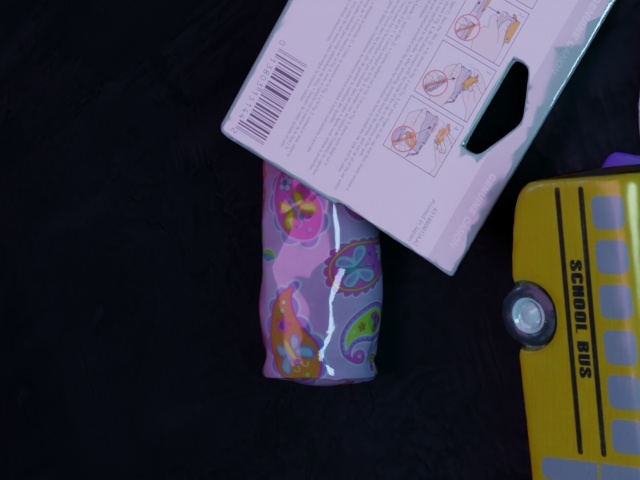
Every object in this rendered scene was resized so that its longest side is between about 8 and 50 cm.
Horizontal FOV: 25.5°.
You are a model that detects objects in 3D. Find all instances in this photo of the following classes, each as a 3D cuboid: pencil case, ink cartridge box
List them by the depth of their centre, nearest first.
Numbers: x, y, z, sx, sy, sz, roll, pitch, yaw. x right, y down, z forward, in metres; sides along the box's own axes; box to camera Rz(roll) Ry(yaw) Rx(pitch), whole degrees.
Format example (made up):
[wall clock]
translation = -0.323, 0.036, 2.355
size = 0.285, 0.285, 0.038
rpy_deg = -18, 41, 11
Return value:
[ink cartridge box]
translation = 0.089, -0.159, 1.252
size = 0.261, 0.066, 0.296
rpy_deg = 33, 102, 17
[pencil case]
translation = 0.000, 0.000, 1.386
size = 0.124, 0.124, 0.284
rpy_deg = -3, 88, 51

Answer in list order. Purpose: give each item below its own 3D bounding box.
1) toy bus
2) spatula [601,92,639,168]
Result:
[toy bus]
translation = 0.228, 0.111, 1.085
size = 0.130, 0.108, 0.332
rpy_deg = -2, 97, 42
[spatula]
translation = 0.266, -0.119, 1.118
size = 0.084, 0.030, 0.296
rpy_deg = 27, 111, 46
